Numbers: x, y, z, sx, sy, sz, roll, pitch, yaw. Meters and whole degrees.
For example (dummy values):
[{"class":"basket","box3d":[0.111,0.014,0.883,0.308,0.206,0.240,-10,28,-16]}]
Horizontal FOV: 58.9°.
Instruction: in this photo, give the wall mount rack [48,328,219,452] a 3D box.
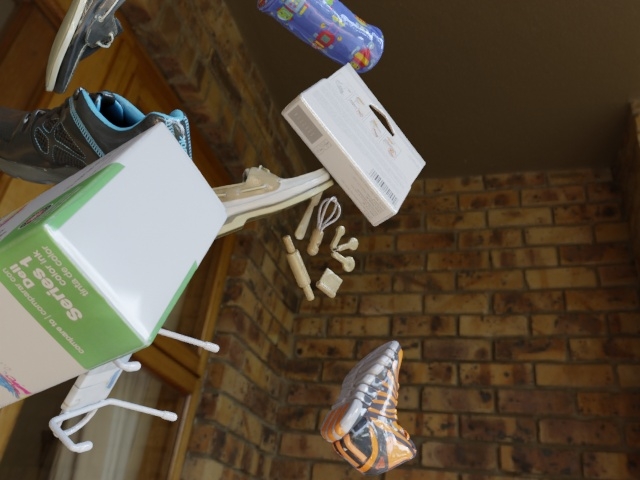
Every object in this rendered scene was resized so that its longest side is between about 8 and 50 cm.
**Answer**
[{"class":"wall mount rack","box3d":[-0.384,0.294,1.188,0.130,0.350,0.304,36,11,18]}]

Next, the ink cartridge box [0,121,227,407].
[{"class":"ink cartridge box","box3d":[-0.248,0.033,0.512,0.278,0.201,0.117,-24,-66,22]}]

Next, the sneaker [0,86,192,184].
[{"class":"sneaker","box3d":[-0.297,-0.133,0.723,0.340,0.125,0.140,18,-64,18]}]

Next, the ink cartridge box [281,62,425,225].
[{"class":"ink cartridge box","box3d":[0.083,-0.211,1.203,0.066,0.261,0.296,-33,-79,36]}]

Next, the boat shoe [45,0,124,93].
[{"class":"boat shoe","box3d":[-0.324,-0.307,0.812,0.079,0.084,0.233,24,-76,-37]}]

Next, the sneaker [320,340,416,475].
[{"class":"sneaker","box3d":[0.130,0.365,1.209,0.180,0.321,0.124,49,-49,-5]}]

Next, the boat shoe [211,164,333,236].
[{"class":"boat shoe","box3d":[-0.119,-0.095,1.108,0.302,0.103,0.113,-23,0,-20]}]

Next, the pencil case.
[{"class":"pencil case","box3d":[0.008,-0.491,1.261,0.306,0.133,0.119,23,-34,-36]}]

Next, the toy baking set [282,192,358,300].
[{"class":"toy baking set","box3d":[-0.004,0.005,1.281,0.030,0.196,0.256,2,-55,47]}]
